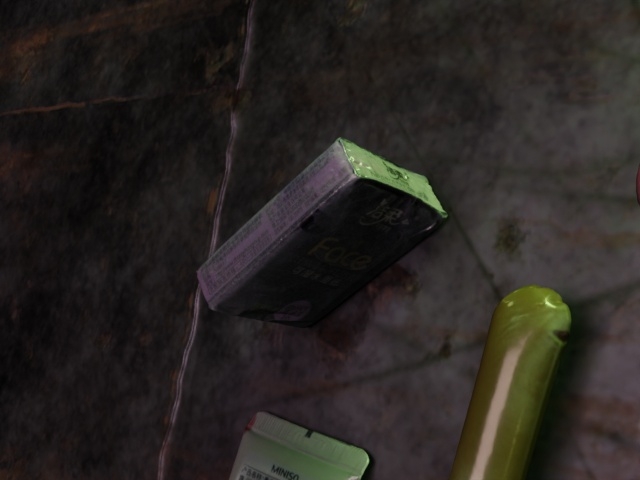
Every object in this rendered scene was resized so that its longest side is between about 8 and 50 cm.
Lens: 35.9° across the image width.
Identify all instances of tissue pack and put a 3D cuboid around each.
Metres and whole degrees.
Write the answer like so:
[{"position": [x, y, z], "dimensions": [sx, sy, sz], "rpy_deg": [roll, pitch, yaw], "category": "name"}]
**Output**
[{"position": [0.000, 0.000, 0.718], "dimensions": [0.156, 0.112, 0.051], "rpy_deg": [-41, 55, 24], "category": "tissue pack"}]

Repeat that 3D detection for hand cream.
[{"position": [-0.063, 0.303, 0.728], "dimensions": [0.124, 0.077, 0.341], "rpy_deg": [12, 77, 43], "category": "hand cream"}]

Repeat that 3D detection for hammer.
[{"position": [0.092, 0.173, 0.602], "dimensions": [0.202, 0.113, 0.306], "rpy_deg": [9, 78, 39], "category": "hammer"}]

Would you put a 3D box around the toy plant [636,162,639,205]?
[{"position": [0.300, -0.113, 0.401], "dimensions": [0.210, 0.317, 0.356], "rpy_deg": [38, 102, 5], "category": "toy plant"}]
